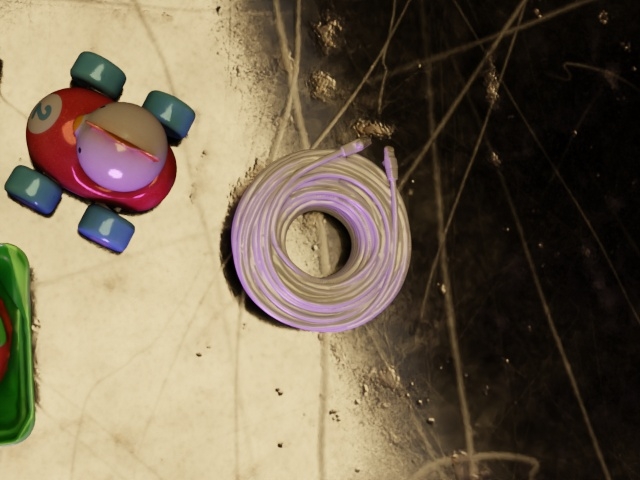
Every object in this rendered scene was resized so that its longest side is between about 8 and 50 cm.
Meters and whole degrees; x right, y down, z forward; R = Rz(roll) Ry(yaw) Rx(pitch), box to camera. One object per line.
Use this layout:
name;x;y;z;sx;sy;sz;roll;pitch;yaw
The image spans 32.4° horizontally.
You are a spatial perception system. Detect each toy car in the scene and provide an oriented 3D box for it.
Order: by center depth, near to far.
toy car;-0.275;-0.126;1.404;0.210;0.238;0.219;29;79;-10

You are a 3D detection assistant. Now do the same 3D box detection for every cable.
cable;0.000;0.000;1.538;0.257;0.089;0.257;-12;89;-13

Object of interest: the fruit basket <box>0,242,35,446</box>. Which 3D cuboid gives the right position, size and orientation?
fruit basket;-0.520;0.108;1.266;0.392;0.392;0.283;-2;86;-13
